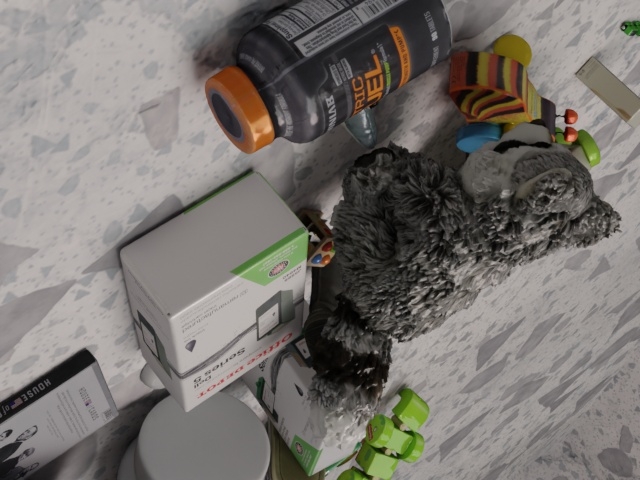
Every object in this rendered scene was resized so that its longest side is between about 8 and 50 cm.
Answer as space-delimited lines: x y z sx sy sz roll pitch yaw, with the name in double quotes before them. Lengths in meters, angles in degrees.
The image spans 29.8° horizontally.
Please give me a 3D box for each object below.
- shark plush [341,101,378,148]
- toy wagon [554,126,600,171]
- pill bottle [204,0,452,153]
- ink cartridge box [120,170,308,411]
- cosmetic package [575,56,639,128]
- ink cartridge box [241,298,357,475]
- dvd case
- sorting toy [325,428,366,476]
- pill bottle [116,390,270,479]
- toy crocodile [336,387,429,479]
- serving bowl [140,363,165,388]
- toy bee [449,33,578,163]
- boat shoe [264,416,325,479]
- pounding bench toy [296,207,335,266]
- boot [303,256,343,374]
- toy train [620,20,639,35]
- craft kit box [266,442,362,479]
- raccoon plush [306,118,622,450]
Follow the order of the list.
"shark plush" 0.050 -0.175 1.394 0.073 0.067 0.161 -27 153 -30
"toy wagon" 0.265 -0.069 1.703 0.267 0.068 0.344 -28 -171 -3
"pill bottle" 0.004 -0.184 1.232 0.245 0.130 0.130 -33 155 -17
"ink cartridge box" -0.126 0.069 1.493 0.198 0.115 0.273 -33 155 -19
"cosmetic package" 0.454 -0.228 1.857 0.041 0.115 0.060 -48 155 15
"ink cartridge box" -0.027 0.204 1.752 0.092 0.219 0.160 -22 150 -30
"dvd case" -0.376 0.248 1.533 0.238 0.029 0.179 -34 155 -17
"sorting toy" 0.006 0.451 2.454 0.208 0.038 0.193 -41 156 -1
"pill bottle" -0.205 0.405 1.825 0.224 0.224 0.392 -25 153 -32
"toy crocodile" 0.111 0.460 2.469 0.115 0.105 0.341 29 92 -26
"serving bowl" -0.208 0.179 1.670 0.083 0.027 0.083 -32 155 -17
"toy bee" 0.262 -0.178 1.606 0.162 0.195 0.298 0 -176 12
"boat shoe" -0.040 0.291 1.863 0.302 0.113 0.103 -81 -173 -46
"pounding bench toy" 0.000 0.000 1.627 0.052 0.065 0.083 -49 156 18
"boot" 0.021 0.127 1.662 0.076 0.208 0.190 -10 113 2
"toy train" 0.491 -0.327 1.858 0.083 0.024 0.017 -12 143 -47
"craft kit box" -0.067 0.409 2.128 0.250 0.061 0.246 -35 -174 -14
"raccoon plush" 0.180 0.067 1.457 0.216 0.299 0.447 0 101 -49
